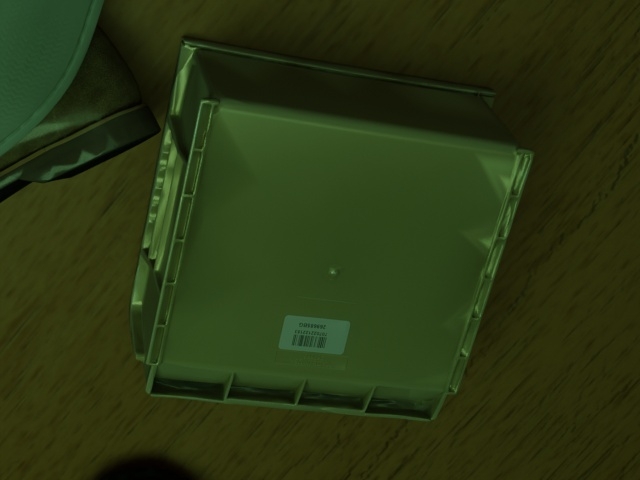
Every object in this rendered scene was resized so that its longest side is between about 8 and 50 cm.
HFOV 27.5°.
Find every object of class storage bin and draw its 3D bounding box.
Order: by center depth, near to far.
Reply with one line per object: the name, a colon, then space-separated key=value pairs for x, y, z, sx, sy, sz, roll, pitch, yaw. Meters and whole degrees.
storage bin: x=0.000 y=0.000 z=1.042 sx=0.262 sy=0.123 sz=0.260 roll=7 pitch=114 yaw=-17

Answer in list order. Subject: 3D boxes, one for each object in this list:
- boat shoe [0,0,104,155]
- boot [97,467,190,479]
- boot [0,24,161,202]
boat shoe: x=-0.206 y=-0.186 z=0.897 sx=0.302 sy=0.091 sz=0.114 roll=-55 pitch=140 yaw=1
boot: x=-0.103 y=0.390 z=1.130 sx=0.131 sy=0.260 sz=0.348 roll=-22 pitch=119 yaw=-2
boot: x=-0.280 y=-0.067 z=0.973 sx=0.305 sy=0.112 sz=0.115 roll=-26 pitch=95 yaw=-1
